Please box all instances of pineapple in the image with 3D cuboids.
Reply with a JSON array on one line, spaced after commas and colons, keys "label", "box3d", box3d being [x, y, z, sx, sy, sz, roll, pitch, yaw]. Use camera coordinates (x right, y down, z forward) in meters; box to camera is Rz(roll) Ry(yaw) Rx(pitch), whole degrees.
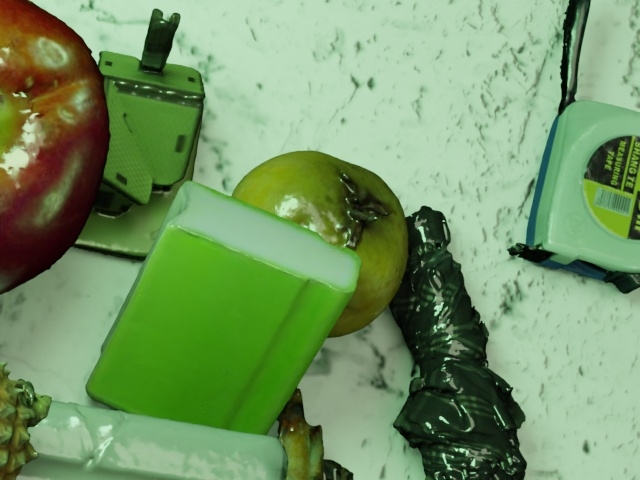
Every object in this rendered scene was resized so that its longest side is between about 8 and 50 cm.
[{"label": "pineapple", "box3d": [-0.335, 0.172, 1.621, 0.193, 0.166, 0.166, -13, 81, -26]}]

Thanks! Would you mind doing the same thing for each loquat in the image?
[{"label": "loquat", "box3d": [-0.003, -0.004, 1.948, 0.213, 0.213, 0.213, 4, 76, -15]}]

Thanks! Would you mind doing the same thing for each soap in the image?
[{"label": "soap", "box3d": [-0.271, 0.344, 1.783, 0.435, 0.213, 0.350, 8, 71, -13]}]

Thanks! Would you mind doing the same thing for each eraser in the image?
[{"label": "eraser", "box3d": [-0.105, 0.089, 1.861, 0.210, 0.274, 0.092, 22, 38, -7]}]

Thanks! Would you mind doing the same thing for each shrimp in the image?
[{"label": "shrimp", "box3d": [-0.004, 0.284, 1.936, 0.145, 0.059, 0.254, 38, 44, -40]}]

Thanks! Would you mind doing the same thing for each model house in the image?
[{"label": "model house", "box3d": [-0.212, -0.123, 1.881, 0.205, 0.278, 0.218, 10, 73, -12]}]

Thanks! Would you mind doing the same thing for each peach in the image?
[{"label": "peach", "box3d": [-0.411, -0.104, 1.755, 0.353, 0.416, 0.339, 0, 90, -24]}]

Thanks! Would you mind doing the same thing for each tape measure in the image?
[{"label": "tape measure", "box3d": [0.361, -0.117, 2.133, 0.215, 0.098, 0.351, 16, 76, -9]}]

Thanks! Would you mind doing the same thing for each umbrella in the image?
[{"label": "umbrella", "box3d": [0.128, 0.132, 2.003, 0.154, 0.128, 0.336, -13, 74, -34]}]
